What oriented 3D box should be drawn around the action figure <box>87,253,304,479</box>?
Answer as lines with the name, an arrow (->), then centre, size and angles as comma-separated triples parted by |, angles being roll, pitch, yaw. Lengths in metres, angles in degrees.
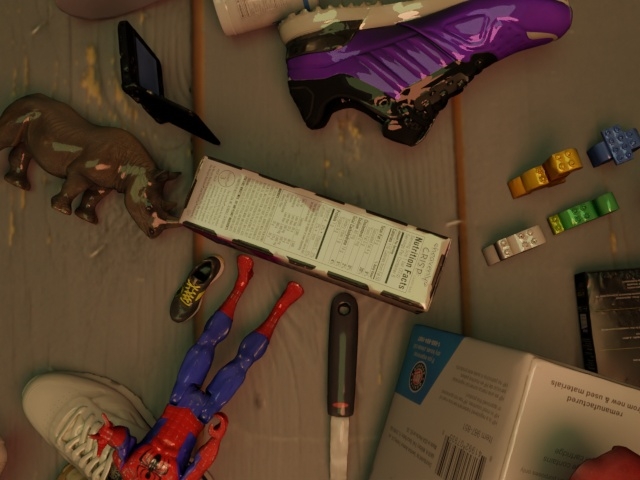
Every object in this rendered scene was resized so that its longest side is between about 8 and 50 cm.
action figure -> -0.110, 0.130, 0.668 | 0.091, 0.139, 0.280 | 27, 66, 4

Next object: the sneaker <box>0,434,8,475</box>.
sneaker -> -0.362, 0.339, 0.728 | 0.169, 0.108, 0.292 | 38, 98, 13

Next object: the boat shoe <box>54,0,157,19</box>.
boat shoe -> -0.127, -0.369, 0.789 | 0.367, 0.136, 0.156 | -17, 78, 12

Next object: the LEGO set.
LEGO set -> 0.262, -0.057, 0.727 | 0.227, 0.093, 0.087 | -22, 82, 2

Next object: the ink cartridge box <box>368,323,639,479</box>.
ink cartridge box -> 0.131, 0.244, 0.627 | 0.129, 0.223, 0.307 | 19, 85, -15

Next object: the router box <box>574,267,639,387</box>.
router box -> 0.351, 0.090, 0.726 | 0.179, 0.046, 0.133 | -4, 83, 5

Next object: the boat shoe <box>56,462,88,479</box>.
boat shoe -> -0.280, 0.305, 0.754 | 0.048, 0.056, 0.153 | 27, 88, 31

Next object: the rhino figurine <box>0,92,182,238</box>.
rhino figurine -> -0.242, -0.075, 0.784 | 0.243, 0.073, 0.106 | 25, 89, 6

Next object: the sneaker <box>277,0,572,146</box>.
sneaker -> 0.109, -0.170, 0.757 | 0.293, 0.102, 0.146 | -6, 87, 9

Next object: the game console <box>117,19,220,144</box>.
game console -> -0.153, -0.158, 0.760 | 0.071, 0.122, 0.107 | -7, 82, 3

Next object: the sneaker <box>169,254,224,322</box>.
sneaker -> -0.135, 0.049, 0.778 | 0.031, 0.035, 0.083 | 32, 87, 8

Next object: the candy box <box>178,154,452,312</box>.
candy box -> 0.000, 0.000, 0.710 | 0.233, 0.159, 0.071 | 20, 86, 6

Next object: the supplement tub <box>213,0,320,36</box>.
supplement tub -> -0.059, -0.265, 0.791 | 0.107, 0.071, 0.071 | -15, 82, 4

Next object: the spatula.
spatula -> 0.020, 0.201, 0.749 | 0.084, 0.030, 0.296 | 2, 83, 4

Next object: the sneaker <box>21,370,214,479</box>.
sneaker -> -0.207, 0.207, 0.737 | 0.235, 0.095, 0.090 | 32, 89, 9

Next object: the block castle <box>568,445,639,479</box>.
block castle -> 0.368, 0.189, 0.536 | 0.453, 0.213, 0.303 | 42, 81, -35
